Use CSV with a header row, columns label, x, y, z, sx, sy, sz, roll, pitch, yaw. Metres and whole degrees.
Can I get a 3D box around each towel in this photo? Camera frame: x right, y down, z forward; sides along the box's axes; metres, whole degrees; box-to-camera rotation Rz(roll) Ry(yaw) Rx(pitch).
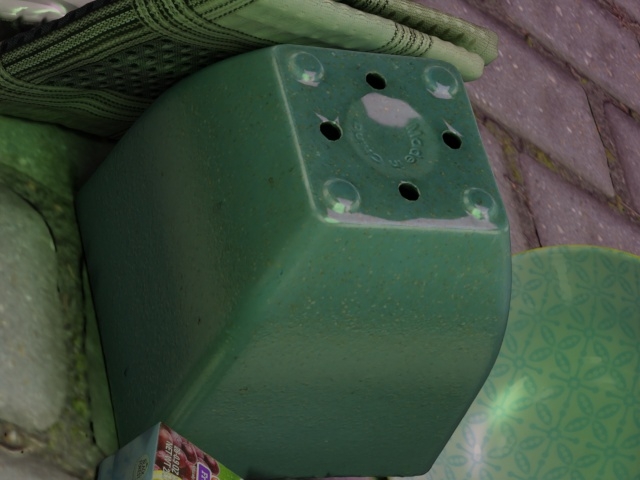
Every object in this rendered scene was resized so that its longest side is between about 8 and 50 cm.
label,x,y,z,sx,sy,sz,roll,pitch,yaw
towel,-0.068,-0.119,1.321,0.324,0.312,0.056,8,70,-51

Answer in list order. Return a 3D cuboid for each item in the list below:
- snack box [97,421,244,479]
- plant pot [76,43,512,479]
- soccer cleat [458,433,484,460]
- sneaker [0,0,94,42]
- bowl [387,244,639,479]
label,x,y,z,sx,sy,sz,roll,pitch,yaw
snack box,-0.059,0.246,1.185,0.207,0.070,0.174,40,32,-29
plant pot,0.000,0.000,1.261,0.247,0.252,0.248,3,55,-28
soccer cleat,0.146,0.197,1.581,0.083,0.029,0.036,34,44,-27
sneaker,-0.151,-0.196,1.349,0.281,0.105,0.115,6,73,-20
bowl,0.207,0.165,1.493,0.156,0.289,0.289,56,18,-52
